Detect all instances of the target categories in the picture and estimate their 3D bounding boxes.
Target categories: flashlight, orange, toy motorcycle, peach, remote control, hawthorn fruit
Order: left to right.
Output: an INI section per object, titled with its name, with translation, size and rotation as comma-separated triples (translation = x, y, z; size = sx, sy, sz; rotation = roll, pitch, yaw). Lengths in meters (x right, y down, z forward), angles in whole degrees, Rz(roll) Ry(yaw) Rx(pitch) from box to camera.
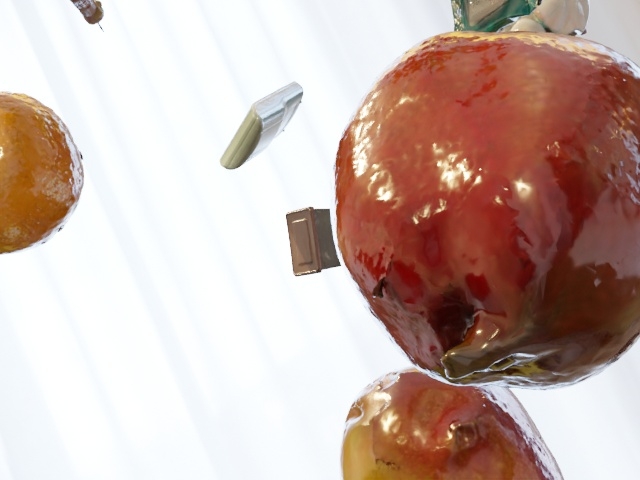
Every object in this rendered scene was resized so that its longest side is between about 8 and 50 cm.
[orange]
translation = -0.367, -0.078, 1.676
size = 0.193, 0.193, 0.161
rotation = -26, -30, 6
[flashlight]
translation = -0.302, -0.307, 1.905
size = 0.031, 0.052, 0.110
rotation = -34, -14, -1
[remote control]
translation = -0.050, -0.105, 1.349
size = 0.061, 0.029, 0.162
rotation = -56, -4, 21
[peach]
translation = 0.182, 0.336, 2.091
size = 0.290, 0.373, 0.372
rotation = -28, -10, 1
[toy motorcycle]
translation = 0.215, -0.219, 1.670
size = 0.260, 0.110, 0.171
rotation = -45, 3, -8
[hawthorn fruit]
translation = 0.149, -0.025, 1.131
size = 0.295, 0.295, 0.311
rotation = -24, 19, -6

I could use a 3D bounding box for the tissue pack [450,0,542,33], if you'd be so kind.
[tissue pack]
translation = 0.181, -0.244, 1.501
size = 0.028, 0.085, 0.138
rotation = 11, -24, -34

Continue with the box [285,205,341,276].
[box]
translation = 0.000, 0.000, 1.862
size = 0.063, 0.085, 0.060
rotation = -5, -5, -38
